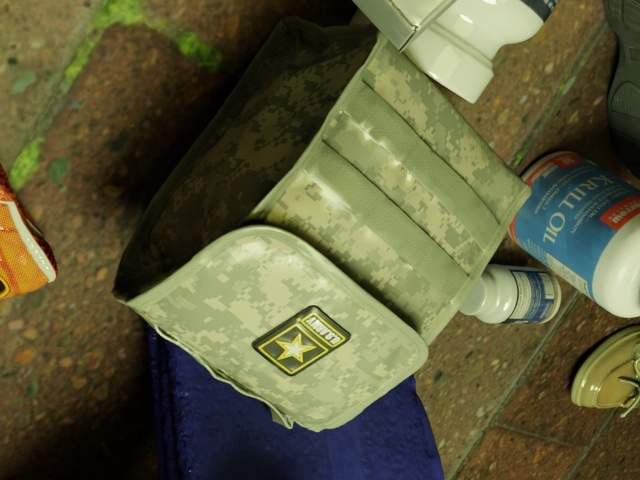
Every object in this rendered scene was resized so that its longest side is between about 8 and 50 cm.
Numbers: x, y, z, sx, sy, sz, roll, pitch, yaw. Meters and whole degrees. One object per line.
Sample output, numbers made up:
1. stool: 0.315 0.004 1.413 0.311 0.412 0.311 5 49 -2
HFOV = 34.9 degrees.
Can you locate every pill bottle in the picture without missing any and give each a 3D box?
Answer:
1. pill bottle: 0.310 0.003 1.069 0.124 0.221 0.124 -19 128 -26
2. pill bottle: 0.208 0.060 1.140 0.120 0.067 0.067 4 115 -38
3. pill bottle: 0.142 -0.255 0.820 0.153 0.153 0.264 22 104 -43

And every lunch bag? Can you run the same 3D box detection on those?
1. lunch bag: 0.000 0.000 0.830 0.235 0.169 0.287 40 79 -36

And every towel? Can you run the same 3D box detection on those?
1. towel: -0.024 0.153 0.957 0.308 0.227 0.076 9 152 -40

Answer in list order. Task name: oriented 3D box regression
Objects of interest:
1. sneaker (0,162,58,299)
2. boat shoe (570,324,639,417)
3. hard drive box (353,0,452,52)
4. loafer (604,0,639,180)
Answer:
1. sneaker: -0.253 -0.020 0.749 0.067 0.064 0.175 -24 128 -9
2. boat shoe: 0.466 0.172 1.391 0.285 0.089 0.104 -16 127 -27
3. hard drive box: 0.045 -0.277 0.685 0.181 0.089 0.232 -42 93 -2
4. loafer: 0.367 -0.191 1.069 0.095 0.109 0.302 -35 131 -19
